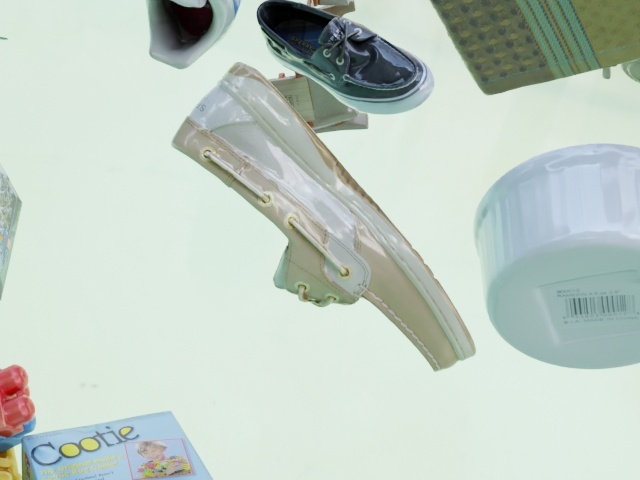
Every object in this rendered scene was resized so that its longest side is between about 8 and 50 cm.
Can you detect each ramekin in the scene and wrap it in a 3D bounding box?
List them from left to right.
[{"bbox_3d":[0.319,0.032,1.055,0.277,0.277,0.135,13,49,-4],"label":"ramekin"}]

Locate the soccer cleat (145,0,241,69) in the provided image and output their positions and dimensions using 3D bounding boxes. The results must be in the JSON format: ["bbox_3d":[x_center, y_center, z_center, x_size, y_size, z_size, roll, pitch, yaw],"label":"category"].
[{"bbox_3d":[-0.117,-0.325,0.921,0.116,0.331,0.143,17,43,3],"label":"soccer cleat"}]

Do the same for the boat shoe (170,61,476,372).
[{"bbox_3d":[0.000,0.000,0.410,0.170,0.059,0.063,49,0,0],"label":"boat shoe"}]

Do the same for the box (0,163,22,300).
[{"bbox_3d":[-0.607,-0.028,1.629,0.044,0.159,0.233,-4,53,2],"label":"box"}]

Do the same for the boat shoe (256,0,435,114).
[{"bbox_3d":[0.017,-0.204,0.945,0.228,0.080,0.076,35,-8,36],"label":"boat shoe"}]

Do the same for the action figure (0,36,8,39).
[{"bbox_3d":[-0.341,-0.156,0.593,0.232,0.063,0.137,3,-5,27],"label":"action figure"}]

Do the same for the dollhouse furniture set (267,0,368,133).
[{"bbox_3d":[-0.015,-0.269,1.306,0.135,0.262,0.259,-6,36,8],"label":"dollhouse furniture set"}]

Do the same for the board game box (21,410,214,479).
[{"bbox_3d":[-0.148,0.280,0.736,0.144,0.142,0.275,-5,24,-27],"label":"board game box"}]

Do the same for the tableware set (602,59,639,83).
[{"bbox_3d":[0.365,-0.212,0.945,0.128,0.039,0.194,17,-9,18],"label":"tableware set"}]

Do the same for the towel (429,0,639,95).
[{"bbox_3d":[0.227,-0.219,0.543,0.370,0.271,0.040,-10,53,28],"label":"towel"}]

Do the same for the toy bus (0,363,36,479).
[{"bbox_3d":[-0.364,0.156,0.839,0.220,0.211,0.149,65,8,24],"label":"toy bus"}]
